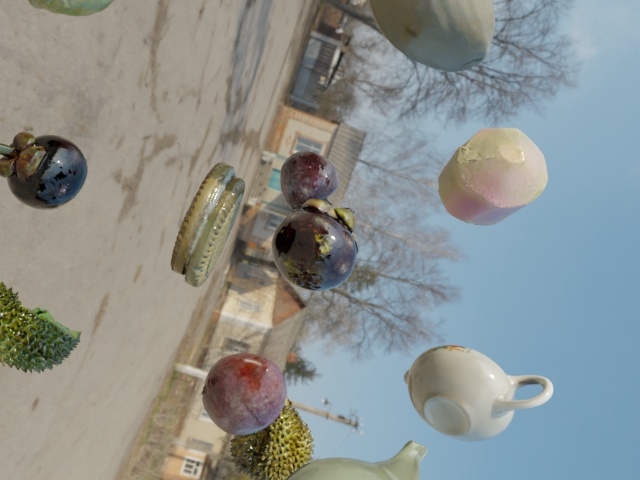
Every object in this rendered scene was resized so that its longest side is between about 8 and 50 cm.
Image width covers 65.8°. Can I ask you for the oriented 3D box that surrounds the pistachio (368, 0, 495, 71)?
[{"bbox_3d":[0.166,-0.346,0.735,0.153,0.238,0.137,-55,-148,16],"label":"pistachio"}]

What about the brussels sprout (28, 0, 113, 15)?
[{"bbox_3d":[-0.675,-0.725,1.306,0.316,0.274,0.242,-84,176,-63],"label":"brussels sprout"}]

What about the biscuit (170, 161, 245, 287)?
[{"bbox_3d":[-0.223,-0.031,0.996,0.259,0.079,0.259,-157,-90,-84],"label":"biscuit"}]

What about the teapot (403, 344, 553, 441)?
[{"bbox_3d":[0.198,0.213,0.679,0.226,0.145,0.092,-11,-160,38],"label":"teapot"}]

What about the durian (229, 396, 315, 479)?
[{"bbox_3d":[-0.147,0.634,1.557,0.293,0.258,0.258,-45,-161,28],"label":"durian"}]

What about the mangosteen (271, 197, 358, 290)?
[{"bbox_3d":[0.000,0.000,1.080,0.217,0.192,0.192,-58,179,-32],"label":"mangosteen"}]

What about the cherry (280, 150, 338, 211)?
[{"bbox_3d":[-0.043,-0.187,1.556,0.195,0.195,0.195,-161,-90,-83],"label":"cherry"}]

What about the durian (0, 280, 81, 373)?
[{"bbox_3d":[-0.785,0.239,1.321,0.157,0.169,0.355,-37,138,-10],"label":"durian"}]

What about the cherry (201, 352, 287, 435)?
[{"bbox_3d":[-0.168,0.341,1.131,0.175,0.192,0.249,-33,169,-44],"label":"cherry"}]

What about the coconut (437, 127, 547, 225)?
[{"bbox_3d":[0.437,-0.169,1.255,0.245,0.233,0.233,119,-12,-70],"label":"coconut"}]

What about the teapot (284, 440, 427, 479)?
[{"bbox_3d":[0.040,0.411,0.614,0.149,0.220,0.318,-98,-177,-80],"label":"teapot"}]

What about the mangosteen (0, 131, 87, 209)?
[{"bbox_3d":[-0.762,-0.200,1.329,0.250,0.211,0.211,39,61,-49],"label":"mangosteen"}]
